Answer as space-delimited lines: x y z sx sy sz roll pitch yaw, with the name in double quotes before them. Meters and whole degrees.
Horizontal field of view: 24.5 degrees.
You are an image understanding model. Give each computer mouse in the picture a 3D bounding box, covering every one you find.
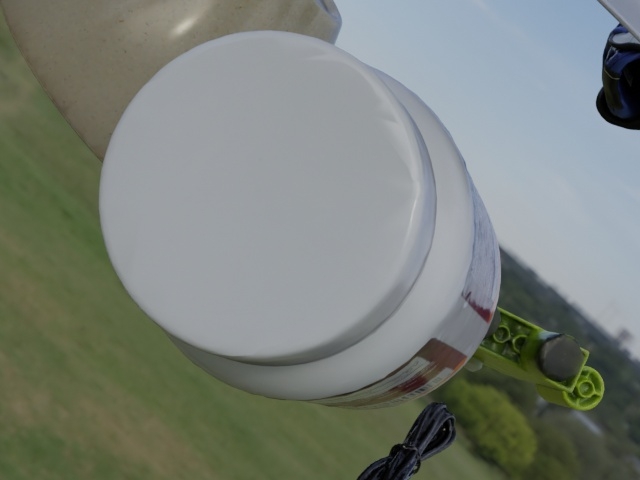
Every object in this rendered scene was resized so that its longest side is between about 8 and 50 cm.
"computer mouse" 0.057 0.271 1.165 0.060 0.262 0.184 20 24 22

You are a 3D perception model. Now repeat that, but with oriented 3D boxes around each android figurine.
"android figurine" 0.143 0.087 1.389 0.248 0.056 0.273 26 -7 -11

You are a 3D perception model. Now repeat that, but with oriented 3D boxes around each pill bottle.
"pill bottle" 0.000 0.000 1.008 0.224 0.224 0.392 43 1 13

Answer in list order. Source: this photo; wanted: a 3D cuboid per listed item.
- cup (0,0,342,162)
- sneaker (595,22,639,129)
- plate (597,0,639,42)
"cup" -0.121 -0.211 1.467 0.331 0.237 0.331 50 12 -15
"sneaker" 0.328 -0.208 1.399 0.127 0.182 0.315 92 -23 -51
"plate" 0.336 -0.267 1.164 0.045 0.278 0.277 -11 55 -51
